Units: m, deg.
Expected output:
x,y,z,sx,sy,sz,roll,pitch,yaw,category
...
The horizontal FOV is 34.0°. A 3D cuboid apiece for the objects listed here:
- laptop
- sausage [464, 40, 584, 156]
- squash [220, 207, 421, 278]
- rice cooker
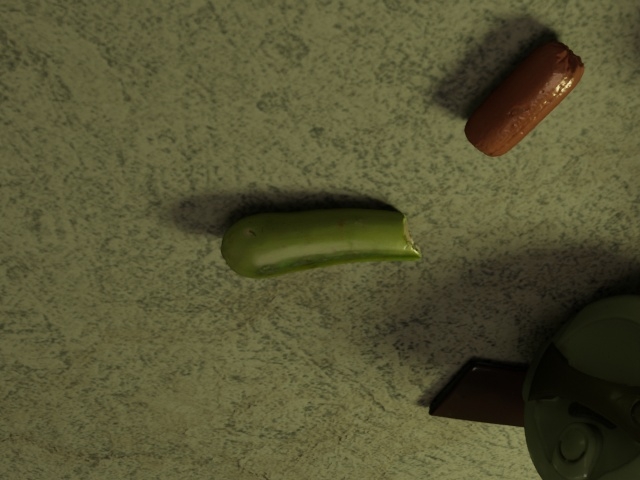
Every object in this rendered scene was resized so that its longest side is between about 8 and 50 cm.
x,y,z,sx,sy,sz,roll,pitch,yaw,category
0.296,0.250,1.689,0.207,0.026,0.154,11,135,-21,laptop
0.226,-0.156,1.161,0.062,0.062,0.154,20,132,-29,sausage
0.000,0.000,1.308,0.250,0.083,0.083,-5,140,-7,squash
0.477,0.249,1.497,0.325,0.335,0.335,22,132,-30,rice cooker
